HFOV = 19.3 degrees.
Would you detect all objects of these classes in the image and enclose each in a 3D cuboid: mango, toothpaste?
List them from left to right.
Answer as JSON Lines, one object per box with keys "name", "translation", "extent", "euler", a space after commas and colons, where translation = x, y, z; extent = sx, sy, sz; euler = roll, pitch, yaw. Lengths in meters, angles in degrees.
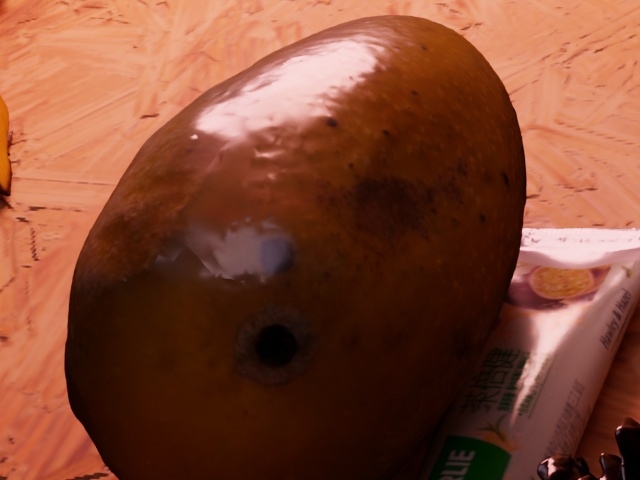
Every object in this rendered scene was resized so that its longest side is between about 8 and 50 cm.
{"name": "mango", "translation": [0.006, 0.000, 0.799], "extent": [0.176, 0.176, 0.329], "euler": [-7, 21, 31]}
{"name": "toothpaste", "translation": [0.075, 0.087, 0.767], "extent": [0.058, 0.056, 0.314], "euler": [33, 42, -4]}

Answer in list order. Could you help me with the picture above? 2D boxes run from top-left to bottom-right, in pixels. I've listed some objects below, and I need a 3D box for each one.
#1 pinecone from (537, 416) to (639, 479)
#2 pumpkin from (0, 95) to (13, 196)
{"name": "pinecone", "translation": [0.108, 0.131, 0.637], "extent": [0.120, 0.140, 0.140], "euler": [-12, 32, 38]}
{"name": "pumpkin", "translation": [-0.270, -0.123, 1.085], "extent": [0.163, 0.111, 0.278], "euler": [-17, 38, 3]}
